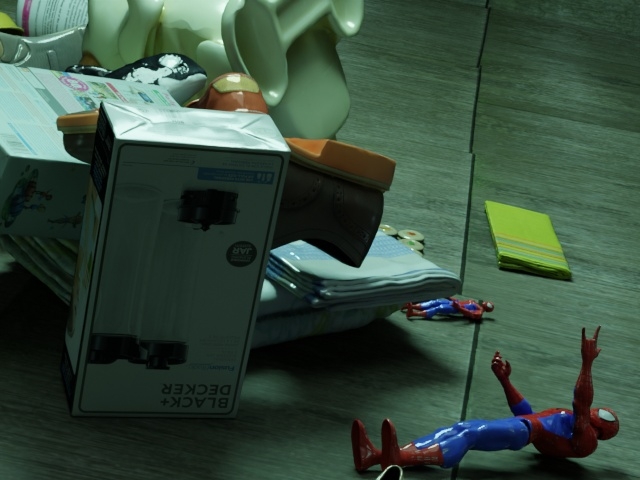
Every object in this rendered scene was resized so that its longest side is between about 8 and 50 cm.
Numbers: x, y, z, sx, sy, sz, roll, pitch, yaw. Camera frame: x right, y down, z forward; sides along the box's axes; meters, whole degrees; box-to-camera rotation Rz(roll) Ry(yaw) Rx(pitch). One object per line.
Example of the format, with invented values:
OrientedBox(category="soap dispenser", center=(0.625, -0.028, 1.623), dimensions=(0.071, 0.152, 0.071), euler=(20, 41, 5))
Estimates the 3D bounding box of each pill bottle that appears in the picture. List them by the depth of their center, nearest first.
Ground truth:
OrientedBox(category="pill bottle", center=(-0.351, -0.359, 2.558), dimensions=(0.283, 0.160, 0.160), euler=(16, 21, 16))

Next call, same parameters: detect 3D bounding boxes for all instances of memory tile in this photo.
OrientedBox(category="memory tile", center=(0.064, -0.004, 2.017), dimensions=(0.148, 0.012, 0.113), euler=(11, 20, 3))

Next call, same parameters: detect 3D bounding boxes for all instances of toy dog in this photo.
OrientedBox(category="toy dog", center=(-0.156, -0.279, 2.142), dimensions=(0.407, 0.395, 0.284), euler=(13, 53, 35))

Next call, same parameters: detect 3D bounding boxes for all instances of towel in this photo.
OrientedBox(category="towel", center=(0.000, 0.000, 1.711), dimensions=(0.209, 0.034, 0.285), euler=(-4, 26, -37))
OrientedBox(category="towel", center=(-0.133, 0.025, 1.740), dimensions=(0.374, 0.090, 0.320), euler=(-9, 30, -42))
OrientedBox(category="towel", center=(0.282, -0.001, 2.114), dimensions=(0.102, 0.021, 0.237), euler=(15, 19, -4))

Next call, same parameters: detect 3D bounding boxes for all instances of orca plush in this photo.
OrientedBox(category="orca plush", center=(-0.279, -0.156, 1.835), dimensions=(0.102, 0.287, 0.151), euler=(53, -4, 8))

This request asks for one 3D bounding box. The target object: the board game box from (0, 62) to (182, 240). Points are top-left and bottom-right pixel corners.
OrientedBox(category="board game box", center=(-0.254, -0.092, 1.614), dimensions=(0.303, 0.098, 0.224), euler=(4, 31, -40))

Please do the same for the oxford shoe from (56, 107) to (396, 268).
OrientedBox(category="oxford shoe", center=(-0.090, -0.052, 1.512), dimensions=(0.363, 0.133, 0.130), euler=(11, -1, -26))

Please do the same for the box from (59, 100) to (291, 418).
OrientedBox(category="box", center=(-0.139, 0.024, 1.433), dimensions=(0.169, 0.290, 0.087), euler=(4, 26, -20))

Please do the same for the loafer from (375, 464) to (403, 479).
OrientedBox(category="loafer", center=(0.047, 0.234, 1.321), dimensions=(0.045, 0.039, 0.125), euler=(15, 20, 10))

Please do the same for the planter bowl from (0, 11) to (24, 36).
OrientedBox(category="planter bowl", center=(-0.566, -0.327, 2.316), dimensions=(0.217, 0.090, 0.217), euler=(-18, -1, 0))

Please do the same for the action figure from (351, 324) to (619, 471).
OrientedBox(category="action figure", center=(0.171, 0.150, 1.468), dimensions=(0.280, 0.139, 0.091), euler=(3, -5, -27))

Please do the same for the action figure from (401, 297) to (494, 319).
OrientedBox(category="action figure", center=(0.154, 0.078, 1.820), dimensions=(0.115, 0.030, 0.038), euler=(5, 16, -21))

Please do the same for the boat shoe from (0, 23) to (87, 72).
OrientedBox(category="boat shoe", center=(-0.464, -0.244, 2.287), dimensions=(0.355, 0.132, 0.130), euler=(-9, 2, -37))

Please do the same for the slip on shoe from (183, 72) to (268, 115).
OrientedBox(category="slip on shoe", center=(-0.137, -0.127, 1.949), dimensions=(0.123, 0.101, 0.331), euler=(-4, -11, -19))
